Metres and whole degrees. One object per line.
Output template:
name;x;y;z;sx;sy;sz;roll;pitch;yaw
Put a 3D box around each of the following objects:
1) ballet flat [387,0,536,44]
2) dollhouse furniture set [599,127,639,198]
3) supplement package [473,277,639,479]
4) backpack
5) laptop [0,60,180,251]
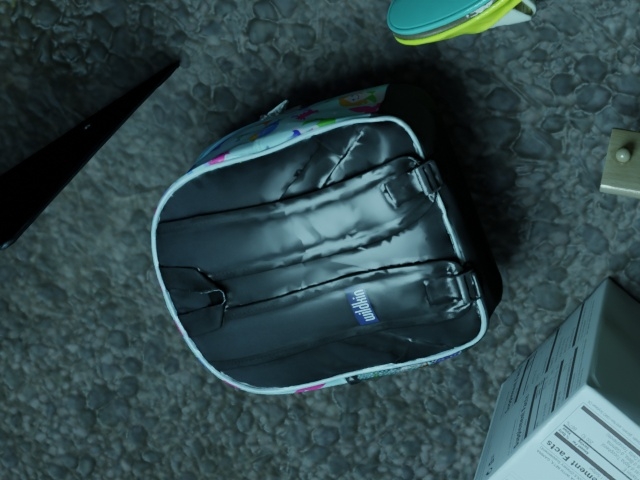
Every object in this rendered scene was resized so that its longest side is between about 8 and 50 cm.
ballet flat;0.156;-0.210;1.455;0.077;0.077;0.231;27;130;-37
dollhouse furniture set;0.286;-0.124;1.419;0.123;0.144;0.151;10;153;11
supplement package;0.276;0.196;1.534;0.262;0.204;0.145;40;116;-5
backpack;0.000;0.000;1.525;0.253;0.191;0.225;-19;106;14
laptop;-0.269;0.099;1.534;0.236;0.382;0.408;5;115;13
